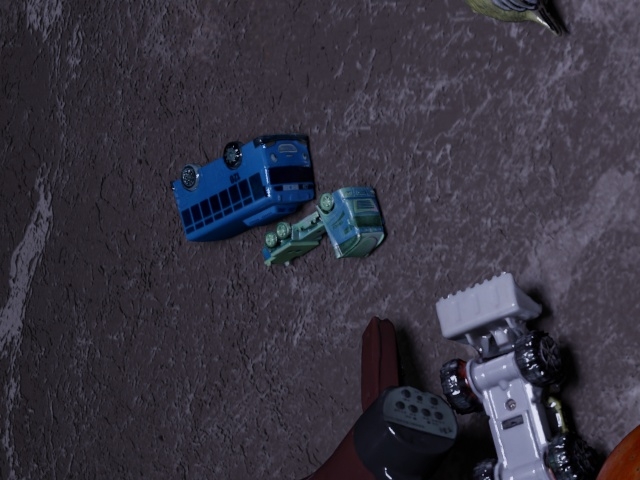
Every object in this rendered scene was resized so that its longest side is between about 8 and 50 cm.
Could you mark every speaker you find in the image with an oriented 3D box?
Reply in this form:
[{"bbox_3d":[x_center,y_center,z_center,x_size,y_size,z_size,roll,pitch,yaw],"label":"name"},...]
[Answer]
[{"bbox_3d":[0.064,0.257,2.032,0.198,0.259,0.329,34,130,3],"label":"speaker"}]

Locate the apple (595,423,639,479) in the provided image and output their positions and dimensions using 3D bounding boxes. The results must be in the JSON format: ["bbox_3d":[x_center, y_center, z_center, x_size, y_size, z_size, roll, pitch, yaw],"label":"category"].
[{"bbox_3d":[0.384,0.266,1.713,0.234,0.234,0.234,1,92,44],"label":"apple"}]

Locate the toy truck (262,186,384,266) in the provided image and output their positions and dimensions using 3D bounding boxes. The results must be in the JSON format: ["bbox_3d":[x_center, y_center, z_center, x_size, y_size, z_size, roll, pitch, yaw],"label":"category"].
[{"bbox_3d":[0.000,0.000,2.172,0.175,0.067,0.081,-32,70,39],"label":"toy truck"}]

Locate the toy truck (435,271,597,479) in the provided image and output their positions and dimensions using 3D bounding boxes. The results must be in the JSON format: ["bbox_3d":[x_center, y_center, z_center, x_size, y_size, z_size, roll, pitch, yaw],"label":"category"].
[{"bbox_3d":[0.219,0.184,1.938,0.136,0.111,0.285,-24,73,31],"label":"toy truck"}]

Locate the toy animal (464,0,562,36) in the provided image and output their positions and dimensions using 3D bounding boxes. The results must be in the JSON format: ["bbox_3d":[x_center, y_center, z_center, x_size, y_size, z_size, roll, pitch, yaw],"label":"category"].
[{"bbox_3d":[0.216,-0.284,1.946,0.137,0.098,0.098,28,111,22],"label":"toy animal"}]

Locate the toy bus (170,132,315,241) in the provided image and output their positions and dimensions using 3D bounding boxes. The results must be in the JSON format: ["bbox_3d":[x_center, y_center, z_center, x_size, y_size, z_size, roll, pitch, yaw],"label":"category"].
[{"bbox_3d":[-0.095,-0.066,2.247,0.185,0.090,0.106,-24,75,43],"label":"toy bus"}]
